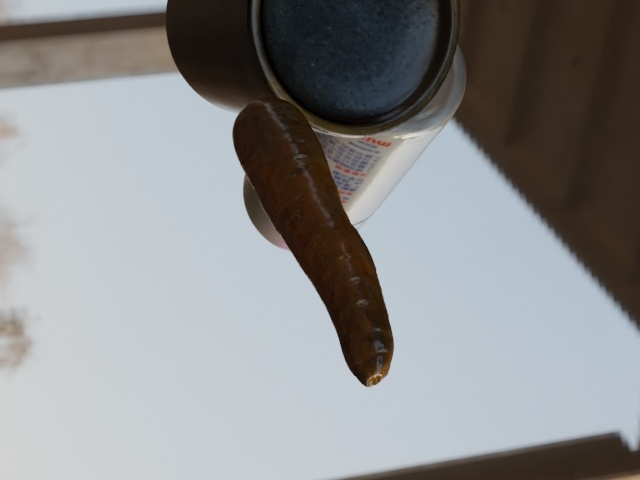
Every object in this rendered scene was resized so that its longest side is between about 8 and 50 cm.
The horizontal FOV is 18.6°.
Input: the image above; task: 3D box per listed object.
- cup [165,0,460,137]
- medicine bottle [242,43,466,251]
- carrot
[{"bbox_3d":[0.003,-0.191,1.419,0.239,0.166,0.177,-62,-154,-10],"label":"cup"},{"bbox_3d":[0.017,-0.087,1.751,0.341,0.130,0.130,126,-47,-64],"label":"medicine bottle"},{"bbox_3d":[0.000,0.000,1.052,0.047,0.047,0.191,107,-36,-51],"label":"carrot"}]
